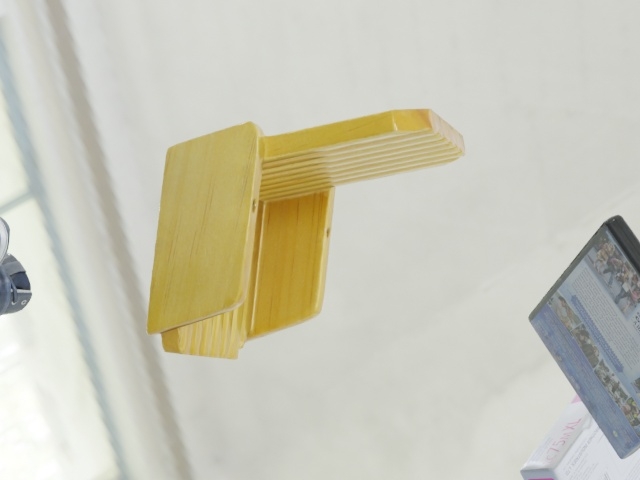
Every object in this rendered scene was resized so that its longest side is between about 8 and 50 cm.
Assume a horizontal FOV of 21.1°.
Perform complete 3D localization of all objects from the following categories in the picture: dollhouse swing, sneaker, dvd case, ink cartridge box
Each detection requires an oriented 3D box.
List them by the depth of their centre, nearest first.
[{"bbox_3d":[0.293,0.100,1.676,0.180,0.022,0.253,58,-21,15],"label":"dvd case"},{"bbox_3d":[-0.357,0.026,1.821,0.226,0.163,0.086,-37,-104,38],"label":"sneaker"},{"bbox_3d":[0.365,0.345,2.076,0.065,0.186,0.311,-15,-68,44],"label":"ink cartridge box"},{"bbox_3d":[0.000,0.000,2.120,0.347,0.305,0.315,22,74,-74],"label":"dollhouse swing"}]
